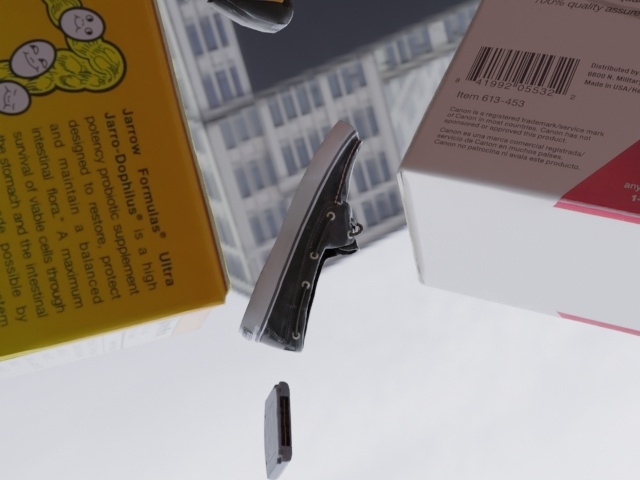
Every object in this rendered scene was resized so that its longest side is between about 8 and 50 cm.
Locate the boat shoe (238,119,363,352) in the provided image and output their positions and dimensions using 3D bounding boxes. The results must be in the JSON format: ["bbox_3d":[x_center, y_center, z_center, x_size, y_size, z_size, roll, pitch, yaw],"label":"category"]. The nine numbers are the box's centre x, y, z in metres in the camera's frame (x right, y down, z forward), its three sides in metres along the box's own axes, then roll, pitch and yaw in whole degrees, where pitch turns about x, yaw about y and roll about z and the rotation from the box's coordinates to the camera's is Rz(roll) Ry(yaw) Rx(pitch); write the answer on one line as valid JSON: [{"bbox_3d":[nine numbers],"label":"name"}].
[{"bbox_3d":[0.000,0.000,1.206,0.076,0.228,0.080,23,167,4],"label":"boat shoe"}]

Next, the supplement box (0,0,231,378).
[{"bbox_3d":[-0.251,-0.006,0.707,0.356,0.195,0.194,-14,175,-12],"label":"supplement box"}]

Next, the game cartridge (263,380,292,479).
[{"bbox_3d":[-0.041,0.184,1.221,0.017,0.056,0.083,9,-123,-18],"label":"game cartridge"}]

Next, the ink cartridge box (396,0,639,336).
[{"bbox_3d":[0.165,-0.077,0.660,0.172,0.100,0.237,13,-124,22],"label":"ink cartridge box"}]

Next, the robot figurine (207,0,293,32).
[{"bbox_3d":[-0.061,-0.272,0.779,0.211,0.291,0.085,-51,-161,-30],"label":"robot figurine"}]
